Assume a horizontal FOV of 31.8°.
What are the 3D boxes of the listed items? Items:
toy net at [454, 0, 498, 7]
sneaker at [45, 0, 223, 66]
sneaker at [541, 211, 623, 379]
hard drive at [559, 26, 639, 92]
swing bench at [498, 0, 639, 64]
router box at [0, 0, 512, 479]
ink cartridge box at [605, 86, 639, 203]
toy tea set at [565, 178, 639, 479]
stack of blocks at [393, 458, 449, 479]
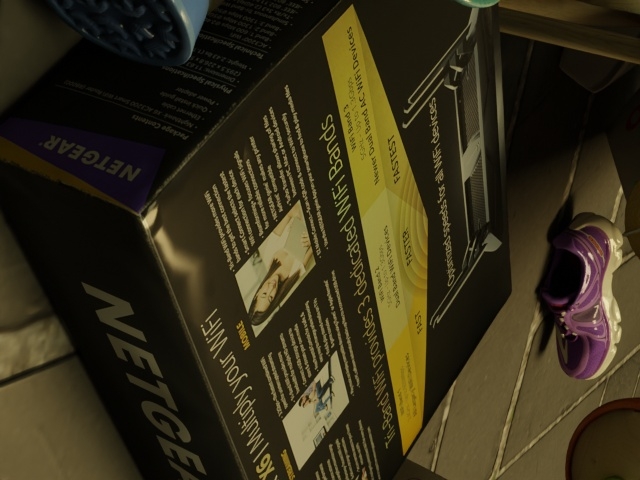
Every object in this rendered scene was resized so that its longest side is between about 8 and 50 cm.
[{"bbox_3d":[0.019,-0.194,0.377,0.122,0.045,0.232,-51,122,-42],"label":"toy net"},{"bbox_3d":[-0.073,-0.155,0.316,0.232,0.081,0.090,69,40,-56],"label":"sneaker"},{"bbox_3d":[0.225,0.055,1.014,0.071,0.068,0.169,-27,124,-32],"label":"sneaker"},{"bbox_3d":[0.337,-0.260,0.905,0.353,0.047,0.233,-33,160,-48],"label":"hard drive"},{"bbox_3d":[0.182,-0.234,0.612,0.255,0.165,0.253,-22,126,-55],"label":"swing bench"},{"bbox_3d":[0.000,0.000,0.535,0.243,0.081,0.308,-52,148,-31],"label":"router box"},{"bbox_3d":[0.379,-0.044,0.806,0.285,0.166,0.395,-55,-161,34],"label":"ink cartridge box"},{"bbox_3d":[0.231,0.046,0.614,0.124,0.200,0.336,-5,95,-46],"label":"toy tea set"},{"bbox_3d":[0.124,0.222,0.675,0.087,0.297,0.171,-59,150,-14],"label":"stack of blocks"}]
